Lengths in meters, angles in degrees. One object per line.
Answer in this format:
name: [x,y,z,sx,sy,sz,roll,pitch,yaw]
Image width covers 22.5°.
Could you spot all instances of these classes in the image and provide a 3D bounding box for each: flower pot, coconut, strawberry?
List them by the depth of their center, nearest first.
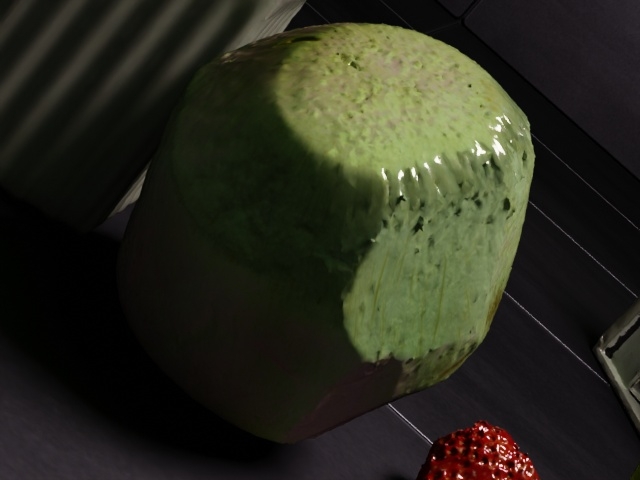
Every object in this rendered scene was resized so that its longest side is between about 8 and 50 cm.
coconut: [0.000,0.000,0.859,0.205,0.235,0.236,17,18,-4]
strawberry: [0.086,0.143,0.926,0.073,0.073,0.083,47,29,20]
flower pot: [-0.141,-0.144,0.932,0.209,0.189,0.239,41,14,-1]

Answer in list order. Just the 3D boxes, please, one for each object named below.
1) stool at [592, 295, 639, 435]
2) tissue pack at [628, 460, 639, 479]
stool: [0.417,0.115,1.471,0.170,0.243,0.269,35,16,-19]
tissue pack: [0.241,0.222,0.761,0.200,0.167,0.274,22,24,-2]
